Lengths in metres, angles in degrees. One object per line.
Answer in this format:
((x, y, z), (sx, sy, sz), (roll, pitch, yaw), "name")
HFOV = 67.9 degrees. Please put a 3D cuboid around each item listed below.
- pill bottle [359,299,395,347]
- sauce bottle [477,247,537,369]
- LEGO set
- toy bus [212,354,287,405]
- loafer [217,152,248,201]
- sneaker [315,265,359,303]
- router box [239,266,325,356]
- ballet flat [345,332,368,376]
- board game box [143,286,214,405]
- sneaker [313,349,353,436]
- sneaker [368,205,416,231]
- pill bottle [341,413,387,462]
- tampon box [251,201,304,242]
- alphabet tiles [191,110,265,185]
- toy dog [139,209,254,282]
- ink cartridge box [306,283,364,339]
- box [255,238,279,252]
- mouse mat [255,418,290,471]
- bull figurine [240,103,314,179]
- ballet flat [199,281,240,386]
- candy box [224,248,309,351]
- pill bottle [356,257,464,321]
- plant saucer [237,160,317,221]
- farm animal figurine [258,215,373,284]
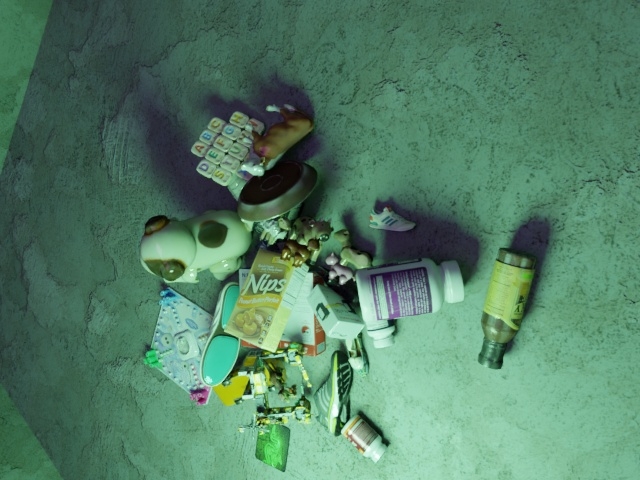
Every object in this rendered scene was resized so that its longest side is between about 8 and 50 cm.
((0.192, 0.262, 1.566), (0.094, 0.094, 0.170), (-15, 86, 30), "pill bottle")
((0.524, 0.197, 1.361), (0.111, 0.111, 0.345), (16, 103, 28), "sauce bottle")
((-0.152, 0.517, 1.610), (0.254, 0.192, 0.332), (2, 101, 3), "LEGO set")
((-0.267, 0.531, 1.824), (0.332, 0.130, 0.108), (-30, 96, 28), "toy bus")
((-0.319, -0.224, 1.815), (0.112, 0.111, 0.320), (-39, 74, 27), "loafer")
((0.056, 0.151, 1.620), (0.051, 0.089, 0.170), (-57, 43, 17), "sneaker")
((-0.146, 0.256, 1.769), (0.335, 0.082, 0.301), (0, 94, 30), "router box")
((0.115, 0.384, 1.638), (0.070, 0.070, 0.189), (-17, 85, 30), "ballet flat")
((-0.595, 0.459, 2.065), (0.389, 0.050, 0.390), (26, 106, 26), "board game box")
((0.035, 0.530, 1.674), (0.121, 0.111, 0.300), (10, 97, 33), "sneaker")
((0.231, -0.072, 1.538), (0.161, 0.057, 0.075), (8, 103, 32), "sneaker")
((0.152, 0.678, 1.626), (0.152, 0.086, 0.086), (39, 111, 23), "pill bottle")
((-0.154, -0.089, 1.735), (0.120, 0.101, 0.161), (30, 107, 25), "tampon box")
((-0.334, -0.348, 1.781), (0.277, 0.021, 0.284), (29, 79, 14), "alphabet tiles")
((-0.462, 0.029, 1.733), (0.395, 0.407, 0.285), (-13, 89, 37), "toy dog")
((0.050, 0.239, 1.593), (0.072, 0.127, 0.175), (-55, 44, 20), "ink cartridge box")
((-0.204, 0.028, 1.822), (0.083, 0.018, 0.067), (-35, 77, 28), "box")
((-0.190, 0.805, 1.881), (0.152, 0.007, 0.190), (12, 101, 29), "mouse mat")
((-0.171, -0.355, 1.670), (0.310, 0.101, 0.188), (-39, 70, -11), "bull figurine")
((-0.382, 0.360, 1.860), (0.139, 0.139, 0.401), (7, 79, 30), "ballet flat")
((-0.184, 0.200, 1.637), (0.182, 0.087, 0.317), (13, 75, 34), "candy box")
((0.267, 0.144, 1.432), (0.301, 0.169, 0.169), (-9, 89, 6), "pill bottle")
((-0.160, -0.185, 1.638), (0.310, 0.311, 0.050), (-6, 132, 30), "plant saucer")
((0.000, 0.000, 1.580), (0.326, 0.330, 0.172), (34, 102, 49), "farm animal figurine")
